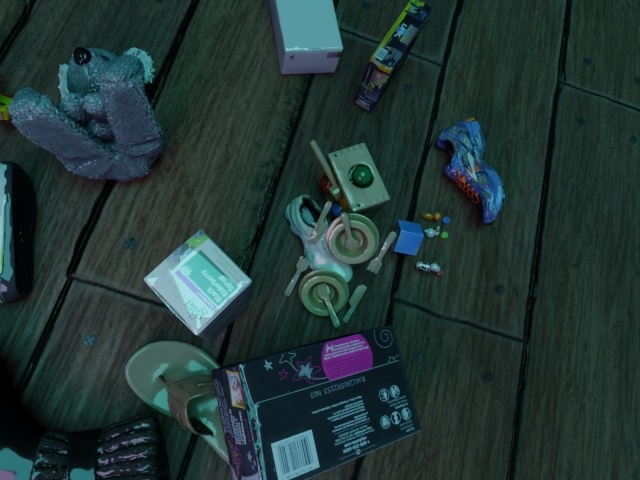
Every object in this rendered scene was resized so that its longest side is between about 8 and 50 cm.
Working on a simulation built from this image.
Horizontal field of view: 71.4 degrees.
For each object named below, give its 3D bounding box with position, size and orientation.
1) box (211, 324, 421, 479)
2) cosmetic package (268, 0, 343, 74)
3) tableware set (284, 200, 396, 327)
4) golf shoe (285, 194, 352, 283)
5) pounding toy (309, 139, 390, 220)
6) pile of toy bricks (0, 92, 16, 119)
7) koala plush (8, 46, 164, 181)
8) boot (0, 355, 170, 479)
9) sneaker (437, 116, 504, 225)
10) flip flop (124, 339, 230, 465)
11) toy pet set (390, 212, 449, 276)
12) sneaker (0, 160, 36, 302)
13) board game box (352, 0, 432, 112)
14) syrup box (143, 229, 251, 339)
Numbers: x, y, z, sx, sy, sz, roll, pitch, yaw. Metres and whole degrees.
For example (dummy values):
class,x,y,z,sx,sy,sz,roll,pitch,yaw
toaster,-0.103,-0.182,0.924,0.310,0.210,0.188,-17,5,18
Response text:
class,x,y,z,sx,sy,sz,roll,pitch,yaw
box,-0.008,0.233,0.645,0.248,0.142,0.163,-7,76,-30
cosmetic package,-0.038,-0.452,0.886,0.118,0.085,0.230,-6,78,-12
tableware set,0.029,0.047,0.732,0.128,0.039,0.194,25,108,-4
golf shoe,0.000,0.000,0.769,0.069,0.086,0.176,-34,85,-19
pounding toy,0.040,-0.101,0.774,0.100,0.141,0.130,-21,80,-15
pile of toy bricks,-0.597,-0.282,0.734,0.213,0.118,0.105,18,40,4
koala plush,-0.361,-0.231,0.737,0.197,0.203,0.221,-21,59,-3
boot,-0.357,0.267,0.602,0.261,0.131,0.347,-15,89,-7
sneaker,0.288,-0.129,0.871,0.087,0.083,0.221,-14,72,0
flip flop,-0.171,0.252,0.671,0.277,0.080,0.112,42,72,2
toy pet set,0.192,-0.006,0.817,0.114,0.065,0.122,12,73,-7
sneaker,-0.505,-0.013,0.678,0.097,0.084,0.234,-4,76,-10
board game box,0.136,-0.353,0.859,0.048,0.141,0.170,32,72,1
syrup box,-0.163,0.076,0.638,0.093,0.237,0.096,44,72,4
